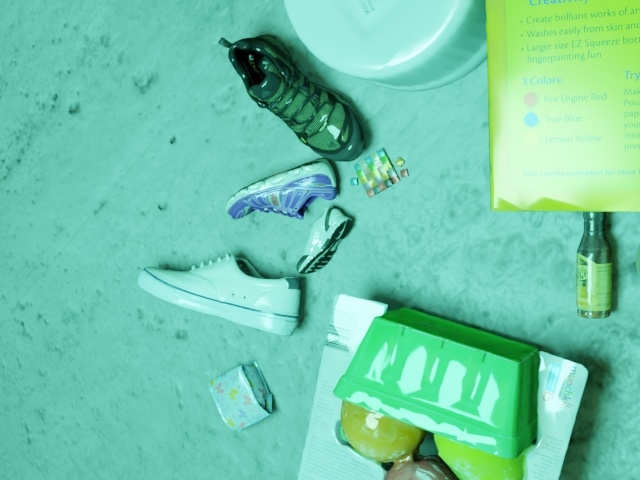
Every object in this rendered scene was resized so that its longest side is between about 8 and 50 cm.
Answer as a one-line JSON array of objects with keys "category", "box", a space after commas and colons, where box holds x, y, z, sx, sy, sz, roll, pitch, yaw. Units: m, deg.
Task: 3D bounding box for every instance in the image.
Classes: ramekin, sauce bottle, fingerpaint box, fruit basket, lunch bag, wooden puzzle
[{"category": "ramekin", "box": [0.087, -0.317, 1.081, 0.277, 0.135, 0.277, 5, 101, 26]}, {"category": "sauce bottle", "box": [0.322, 0.027, 1.073, 0.042, 0.042, 0.128, 1, 97, 27]}, {"category": "fingerpaint box", "box": [0.404, -0.217, 0.920, 0.445, 0.163, 0.370, 1, 100, 27]}, {"category": "fruit basket", "box": [0.135, 0.271, 1.140, 0.327, 0.165, 0.352, 15, 106, 24]}, {"category": "lunch bag", "box": [-0.113, 0.229, 1.322, 0.071, 0.053, 0.083, -33, 74, 25]}, {"category": "wooden puzzle", "box": [0.074, -0.089, 1.198, 0.083, 0.006, 0.049, -30, 85, 28]}]

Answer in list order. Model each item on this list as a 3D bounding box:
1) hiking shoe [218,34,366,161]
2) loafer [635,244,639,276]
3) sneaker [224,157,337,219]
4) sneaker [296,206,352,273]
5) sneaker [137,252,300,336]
[{"category": "hiking shoe", "box": [-0.041, -0.180, 1.181, 0.227, 0.114, 0.086, 43, 115, 14]}, {"category": "loafer", "box": [0.472, 0.046, 0.969, 0.269, 0.092, 0.101, 6, 101, 26]}, {"category": "sneaker", "box": [-0.055, -0.055, 1.238, 0.170, 0.068, 0.071, -17, 96, 28]}, {"category": "sneaker", "box": [0.000, 0.000, 1.239, 0.109, 0.040, 0.043, -52, 58, 20]}, {"category": "sneaker", "box": [-0.140, 0.063, 1.298, 0.258, 0.094, 0.091, 14, 86, 20]}]
